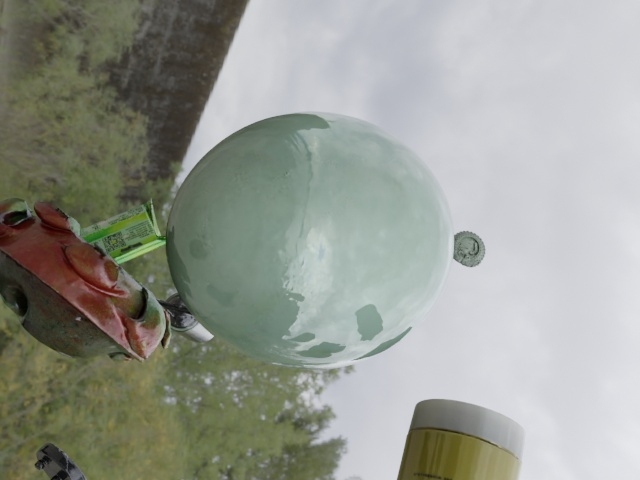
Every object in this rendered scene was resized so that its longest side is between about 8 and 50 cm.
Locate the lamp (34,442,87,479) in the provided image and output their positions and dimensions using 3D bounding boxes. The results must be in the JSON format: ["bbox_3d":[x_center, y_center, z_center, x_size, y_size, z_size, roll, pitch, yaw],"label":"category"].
[{"bbox_3d":[-0.463,0.494,1.004,0.130,0.108,0.371,-43,-160,51],"label":"lamp"}]

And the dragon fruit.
[{"bbox_3d":[-0.305,0.061,0.862,0.130,0.268,0.295,-51,-140,-9],"label":"dragon fruit"}]

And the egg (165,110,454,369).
[{"bbox_3d":[0.000,0.000,0.743,0.276,0.389,0.276,2,-86,29],"label":"egg"}]

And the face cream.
[{"bbox_3d":[0.260,0.423,1.270,0.218,0.218,0.179,-39,-153,58],"label":"face cream"}]

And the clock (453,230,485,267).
[{"bbox_3d":[0.289,0.015,1.335,0.083,0.074,0.010,-54,172,-32],"label":"clock"}]

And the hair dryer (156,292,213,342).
[{"bbox_3d":[-0.326,0.120,1.266,0.195,0.248,0.078,75,29,-73],"label":"hair dryer"}]

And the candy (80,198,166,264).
[{"bbox_3d":[-0.331,0.003,1.060,0.102,0.178,0.032,56,-16,35],"label":"candy"}]
